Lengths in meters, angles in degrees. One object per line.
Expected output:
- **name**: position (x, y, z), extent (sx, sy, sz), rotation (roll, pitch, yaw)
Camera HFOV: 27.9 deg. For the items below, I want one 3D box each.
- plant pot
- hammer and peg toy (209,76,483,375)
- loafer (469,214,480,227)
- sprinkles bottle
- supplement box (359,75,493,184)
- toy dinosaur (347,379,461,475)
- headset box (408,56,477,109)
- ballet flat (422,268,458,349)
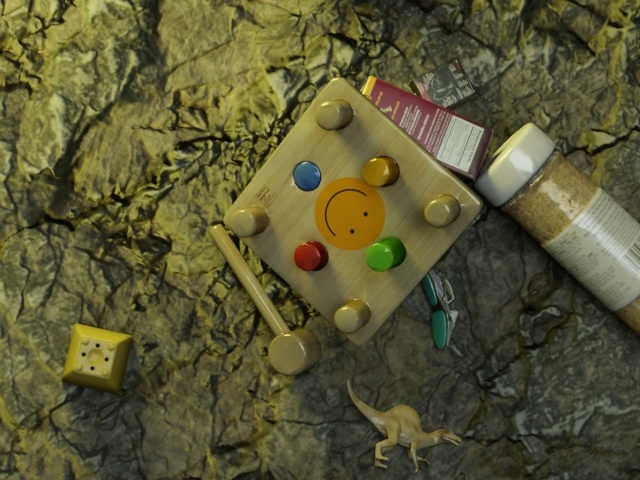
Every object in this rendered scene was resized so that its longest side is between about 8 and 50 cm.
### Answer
- **plant pot**: position (-0.294, 0.154, 1.689), extent (0.081, 0.083, 0.082), rotation (13, 80, -6)
- **hammer and peg toy**: position (0.000, 0.000, 1.663), extent (0.266, 0.127, 0.361), rotation (43, 108, 8)
- **loafer**: position (0.177, -0.051, 1.779), extent (0.039, 0.045, 0.125), rotation (-52, 132, -2)
- **sprinkles bottle**: position (0.378, -0.003, 1.788), extent (0.355, 0.121, 0.121), rotation (43, 79, -1)
- **supplement box**: position (0.130, -0.145, 1.778), extent (0.188, 0.104, 0.081), rotation (23, 80, -5)
- **toy dinosaur**: position (0.098, 0.264, 1.759), extent (0.183, 0.053, 0.093), rotation (24, 65, -12)
- **headset box**: position (0.170, -0.213, 1.829), extent (0.083, 0.032, 0.062), rotation (-28, 87, -10)
- **ballet flat**: position (0.171, 0.093, 1.789), extent (0.041, 0.041, 0.114), rotation (-12, 86, -10)
